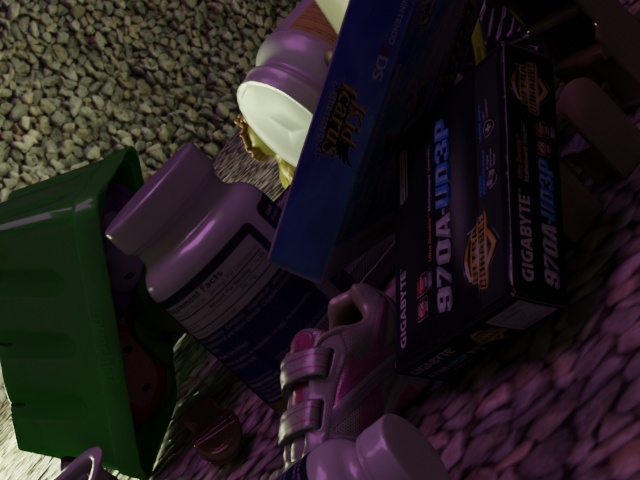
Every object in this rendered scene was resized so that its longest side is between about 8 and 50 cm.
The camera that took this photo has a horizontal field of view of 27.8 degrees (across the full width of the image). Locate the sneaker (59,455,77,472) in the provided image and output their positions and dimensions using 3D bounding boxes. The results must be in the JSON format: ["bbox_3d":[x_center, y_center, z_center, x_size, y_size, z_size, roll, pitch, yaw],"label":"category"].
[{"bbox_3d":[-0.346,0.364,1.518,0.271,0.108,0.100,-47,13,0],"label":"sneaker"}]

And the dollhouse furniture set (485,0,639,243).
[{"bbox_3d":[0.181,-0.120,1.170,0.242,0.161,0.212,-50,12,-18],"label":"dollhouse furniture set"}]

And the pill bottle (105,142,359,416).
[{"bbox_3d":[-0.075,0.038,1.278,0.153,0.265,0.153,-43,11,11],"label":"pill bottle"}]

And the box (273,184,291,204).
[{"bbox_3d":[-0.076,0.012,1.828,0.116,0.029,0.162,-44,27,44],"label":"box"}]

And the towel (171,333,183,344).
[{"bbox_3d":[-0.266,0.096,1.901,0.324,0.056,0.312,-48,-19,-35],"label":"towel"}]

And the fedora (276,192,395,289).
[{"bbox_3d":[0.000,0.000,1.496,0.244,0.124,0.275,-35,16,40],"label":"fedora"}]

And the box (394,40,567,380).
[{"bbox_3d":[0.121,-0.019,1.022,0.175,0.051,0.220,-42,40,54],"label":"box"}]

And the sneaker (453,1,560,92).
[{"bbox_3d":[0.209,-0.187,1.367,0.384,0.145,0.147,-62,-23,4],"label":"sneaker"}]

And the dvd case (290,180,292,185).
[{"bbox_3d":[-0.031,-0.036,1.852,0.164,0.018,0.221,-20,45,65],"label":"dvd case"}]

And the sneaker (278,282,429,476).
[{"bbox_3d":[0.006,0.133,1.047,0.103,0.111,0.252,-35,16,44],"label":"sneaker"}]

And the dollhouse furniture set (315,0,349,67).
[{"bbox_3d":[0.163,-0.330,1.744,0.303,0.198,0.286,-34,3,-14],"label":"dollhouse furniture set"}]

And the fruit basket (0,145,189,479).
[{"bbox_3d":[-0.199,0.076,1.596,0.392,0.392,0.283,-43,12,16],"label":"fruit basket"}]

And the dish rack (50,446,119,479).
[{"bbox_3d":[-0.309,0.388,1.302,0.285,0.072,0.333,-42,21,23],"label":"dish rack"}]

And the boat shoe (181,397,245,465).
[{"bbox_3d":[-0.109,0.212,1.381,0.056,0.048,0.153,-36,16,-13],"label":"boat shoe"}]

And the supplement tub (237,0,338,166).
[{"bbox_3d":[0.052,-0.282,1.995,0.331,0.241,0.241,-50,12,-20],"label":"supplement tub"}]

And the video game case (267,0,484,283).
[{"bbox_3d":[0.060,-0.117,1.188,0.244,0.061,0.269,-34,-35,-65],"label":"video game case"}]

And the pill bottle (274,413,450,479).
[{"bbox_3d":[0.005,0.195,0.882,0.169,0.094,0.094,-42,12,19],"label":"pill bottle"}]

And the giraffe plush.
[{"bbox_3d":[-0.056,-0.169,2.158,0.181,0.170,0.210,-32,18,49],"label":"giraffe plush"}]
